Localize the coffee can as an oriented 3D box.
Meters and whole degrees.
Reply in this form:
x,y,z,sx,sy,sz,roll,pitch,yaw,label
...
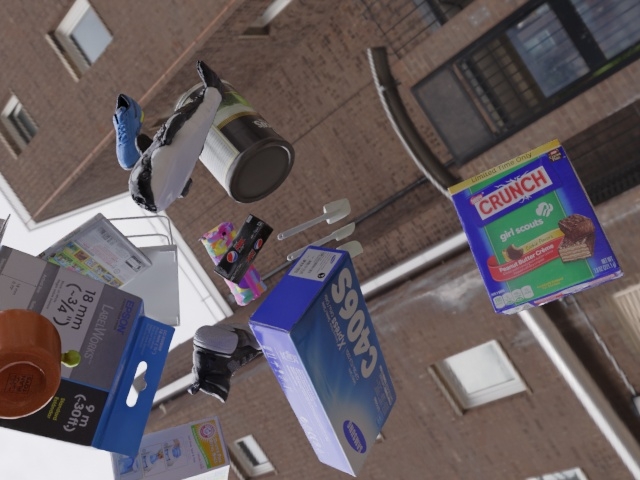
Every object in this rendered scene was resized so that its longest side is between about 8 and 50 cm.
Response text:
x,y,z,sx,sy,sz,roll,pitch,yaw,label
-0.228,-0.260,1.416,0.275,0.201,0.201,47,-153,24,coffee can

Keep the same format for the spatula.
x,y,z,sx,sy,sz,roll,pitch,yaw,label
0.000,0.000,1.453,0.242,0.019,0.168,-25,-70,-26,spatula

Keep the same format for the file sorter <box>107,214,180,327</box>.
x,y,z,sx,sy,sz,roll,pitch,yaw,label
-0.489,0.087,1.461,0.192,0.278,0.173,-5,-141,-18,file sorter

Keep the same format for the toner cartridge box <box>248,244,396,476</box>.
x,y,z,sx,sy,sz,roll,pitch,yaw,label
0.020,0.193,0.840,0.165,0.075,0.348,-51,-45,-36,toner cartridge box

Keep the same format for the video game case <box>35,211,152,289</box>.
x,y,z,sx,sy,sz,roll,pitch,yaw,label
-0.516,0.060,1.216,0.026,0.206,0.227,48,170,30,video game case

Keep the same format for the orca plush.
x,y,z,sx,sy,sz,roll,pitch,yaw,label
-0.249,-0.173,0.868,0.102,0.151,0.287,15,-109,4,orca plush

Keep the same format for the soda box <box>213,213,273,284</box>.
x,y,z,sx,sy,sz,roll,pitch,yaw,label
-0.189,0.023,1.342,0.053,0.169,0.060,30,174,25,soda box

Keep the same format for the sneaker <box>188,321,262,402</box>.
x,y,z,sx,sy,sz,roll,pitch,yaw,label
-0.203,0.269,1.208,0.268,0.101,0.153,17,-89,-64,sneaker

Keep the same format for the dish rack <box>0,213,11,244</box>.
x,y,z,sx,sy,sz,roll,pitch,yaw,label
-0.676,0.104,1.024,0.072,0.285,0.333,20,-93,-28,dish rack

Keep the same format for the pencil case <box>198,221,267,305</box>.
x,y,z,sx,sy,sz,roll,pitch,yaw,label
-0.238,0.062,1.494,0.236,0.104,0.104,62,-150,-18,pencil case

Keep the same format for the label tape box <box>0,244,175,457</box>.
x,y,z,sx,sy,sz,roll,pitch,yaw,label
-0.385,0.185,0.848,0.333,0.106,0.241,29,-121,-31,label tape box

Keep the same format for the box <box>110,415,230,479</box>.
x,y,z,sx,sy,sz,roll,pitch,yaw,label
-0.284,0.429,1.034,0.203,0.114,0.103,-10,-129,-21,box

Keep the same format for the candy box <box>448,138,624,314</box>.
x,y,z,sx,sy,sz,roll,pitch,yaw,label
0.476,-0.026,1.222,0.122,0.268,0.317,22,-132,-56,candy box

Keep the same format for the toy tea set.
x,y,z,sx,sy,sz,roll,pitch,yaw,label
-0.401,0.092,0.503,0.200,0.124,0.336,-44,-58,-16,toy tea set

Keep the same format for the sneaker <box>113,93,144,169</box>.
x,y,z,sx,sy,sz,roll,pitch,yaw,label
-0.484,-0.271,1.341,0.082,0.069,0.209,60,-161,-59,sneaker
